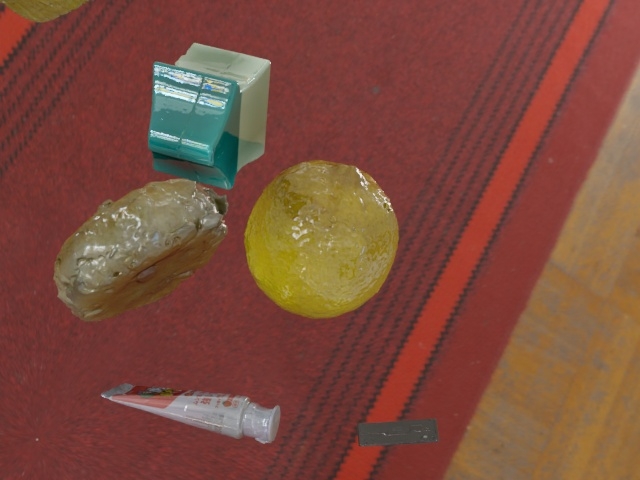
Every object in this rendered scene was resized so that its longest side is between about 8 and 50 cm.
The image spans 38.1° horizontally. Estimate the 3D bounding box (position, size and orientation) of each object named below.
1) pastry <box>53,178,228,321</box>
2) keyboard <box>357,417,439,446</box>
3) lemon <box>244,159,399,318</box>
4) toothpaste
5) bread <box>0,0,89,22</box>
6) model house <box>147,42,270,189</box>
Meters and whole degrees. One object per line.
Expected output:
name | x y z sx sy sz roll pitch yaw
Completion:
pastry | -0.312 0.016 1.574 0.329 0.330 0.136 -29 76 -20
keyboard | 0.148 0.367 1.774 0.155 0.010 0.053 -3 47 1
lemon | 0.000 0.000 1.176 0.192 0.231 0.192 16 39 -13
toothpaste | -0.173 0.227 1.256 0.234 0.089 0.057 9 93 11
bread | -0.336 -0.364 1.151 0.138 0.196 0.102 46 41 -35
model house | -0.127 -0.128 0.995 0.100 0.127 0.149 14 32 13
